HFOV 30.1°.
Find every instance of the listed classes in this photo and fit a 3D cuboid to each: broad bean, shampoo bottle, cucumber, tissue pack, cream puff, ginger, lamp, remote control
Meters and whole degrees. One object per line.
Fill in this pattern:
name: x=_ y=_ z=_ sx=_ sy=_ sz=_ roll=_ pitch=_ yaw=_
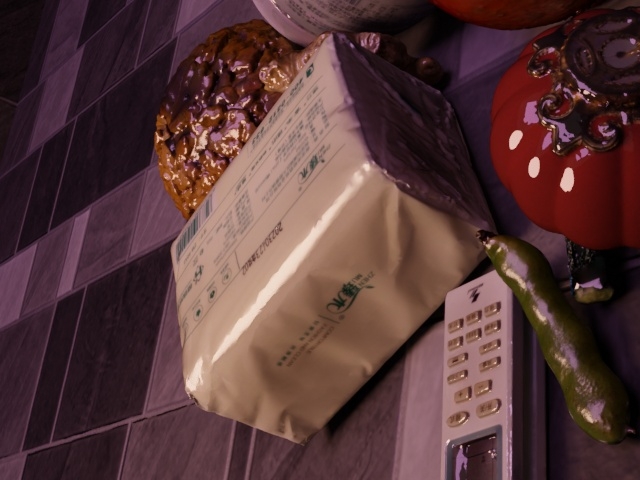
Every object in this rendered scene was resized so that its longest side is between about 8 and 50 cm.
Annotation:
broad bean: x=0.218 y=0.081 z=1.093 sx=0.052 sy=0.052 sz=0.256 roll=-55 pitch=45 yaw=34
shampoo bottle: x=0.048 y=-0.388 z=1.500 sx=0.266 sy=0.273 sz=0.273 roll=-29 pitch=46 yaw=59
cucumber: x=0.256 y=-0.053 z=1.161 sx=0.043 sy=0.044 sz=0.257 roll=-17 pitch=53 yaw=25
tissue pack: x=0.000 y=0.000 z=1.377 sx=0.380 sy=0.207 sz=0.297 roll=-49 pitch=32 yaw=29
cream puff: x=-0.101 y=-0.170 z=1.641 sx=0.327 sy=0.231 sz=0.343 roll=-24 pitch=50 yaw=55
ginger: x=0.040 y=-0.210 z=1.453 sx=0.137 sy=0.213 sz=0.074 roll=125 pitch=150 yaw=-46
lamp: x=0.259 y=-0.094 z=1.032 sx=0.227 sy=0.227 sz=0.227 roll=-37 pitch=41 yaw=42
remote control: x=0.164 y=0.164 z=1.150 sx=0.103 sy=0.055 sz=0.277 roll=-31 pitch=45 yaw=48

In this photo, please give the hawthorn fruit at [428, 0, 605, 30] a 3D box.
hawthorn fruit: x=0.195 y=-0.354 z=1.233 sx=0.316 sy=0.316 sz=0.316 roll=-37 pitch=41 yaw=42
